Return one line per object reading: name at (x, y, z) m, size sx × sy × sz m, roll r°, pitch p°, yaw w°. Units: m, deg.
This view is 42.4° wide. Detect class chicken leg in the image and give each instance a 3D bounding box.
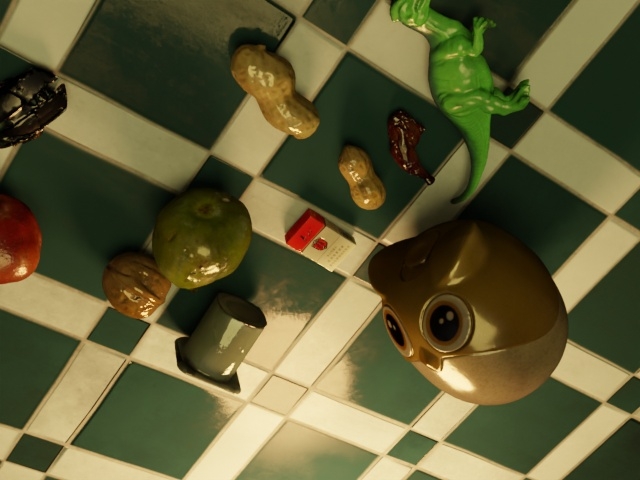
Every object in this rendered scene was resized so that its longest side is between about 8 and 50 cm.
chicken leg at (0.210, -0.212, 1.935) m, size 0.093 × 0.053 × 0.205 m, roll -16°, pitch 125°, yaw -1°

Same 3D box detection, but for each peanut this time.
peanut at (0.097, -0.145, 1.937) m, size 0.089 × 0.089 × 0.193 m, roll -27°, pitch 124°, yaw 8°
peanut at (-0.094, -0.316, 1.780) m, size 0.117 × 0.101 × 0.263 m, roll -18°, pitch 128°, yaw 26°

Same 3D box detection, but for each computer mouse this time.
computer mouse at (-0.636, -0.266, 1.729) m, size 0.241 × 0.078 × 0.146 m, roll -33°, pitch 125°, yaw 12°

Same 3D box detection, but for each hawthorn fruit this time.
hawthorn fruit at (-0.714, -0.022, 1.815) m, size 0.196 × 0.196 × 0.226 m, roll -1°, pitch 117°, yaw -10°

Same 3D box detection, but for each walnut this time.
walnut at (-0.441, 0.105, 1.976) m, size 0.166 × 0.149 × 0.167 m, roll -2°, pitch 97°, yaw -19°

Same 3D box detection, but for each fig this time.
fig at (-0.280, 0.035, 1.904) m, size 0.233 × 0.233 × 0.314 m, roll 6°, pitch 116°, yaw -14°

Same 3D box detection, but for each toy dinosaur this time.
toy dinosaur at (0.263, -0.308, 1.857) m, size 0.374 × 0.144 × 0.500 m, roll 21°, pitch 129°, yaw -6°

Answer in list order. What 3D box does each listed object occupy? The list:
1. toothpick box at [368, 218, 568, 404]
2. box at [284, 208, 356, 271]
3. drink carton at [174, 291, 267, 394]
toothpick box at (0.356, 0.163, 1.995) m, size 0.409 × 0.409 × 0.425 m, roll -38°, pitch 113°, yaw 15°
box at (0.000, 0.000, 2.042) m, size 0.152 × 0.048 × 0.100 m, roll 31°, pitch 112°, yaw -29°
drink carton at (-0.251, 0.244, 2.089) m, size 0.185 × 0.191 × 0.190 m, roll 23°, pitch 107°, yaw -20°
